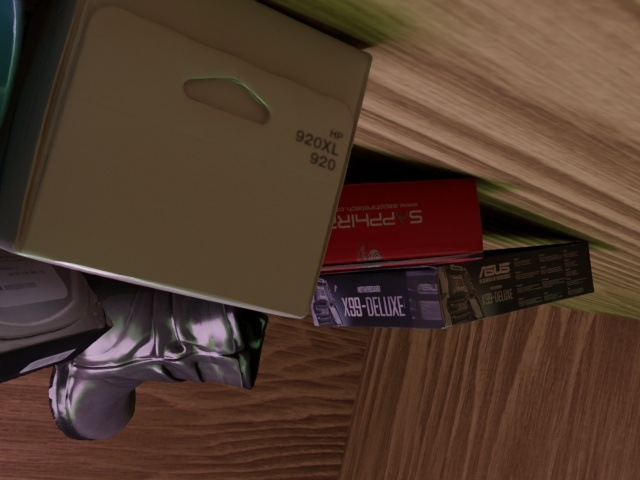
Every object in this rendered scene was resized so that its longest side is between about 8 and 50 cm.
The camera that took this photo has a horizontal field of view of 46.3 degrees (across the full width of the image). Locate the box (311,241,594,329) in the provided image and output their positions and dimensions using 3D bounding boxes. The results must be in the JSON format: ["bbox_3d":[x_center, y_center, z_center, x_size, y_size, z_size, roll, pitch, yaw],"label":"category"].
[{"bbox_3d":[0.176,0.059,1.012,0.308,0.076,0.243,-6,179,-38],"label":"box"}]

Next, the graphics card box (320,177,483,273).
[{"bbox_3d":[0.014,-0.009,0.905,0.233,0.094,0.371,-4,178,-11],"label":"graphics card box"}]

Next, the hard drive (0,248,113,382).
[{"bbox_3d":[-0.322,-0.041,0.570,0.339,0.064,0.237,52,-171,7],"label":"hard drive"}]

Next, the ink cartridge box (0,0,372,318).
[{"bbox_3d":[-0.112,-0.057,0.491,0.171,0.168,0.233,16,174,-29],"label":"ink cartridge box"}]

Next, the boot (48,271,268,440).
[{"bbox_3d":[-0.172,0.137,0.808,0.223,0.118,0.338,7,145,0],"label":"boot"}]

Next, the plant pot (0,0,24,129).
[{"bbox_3d":[-0.318,-0.083,0.320,0.255,0.271,0.271,28,175,-3],"label":"plant pot"}]
